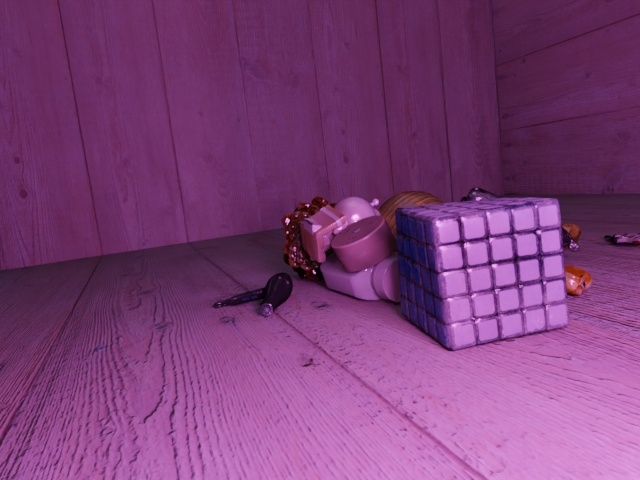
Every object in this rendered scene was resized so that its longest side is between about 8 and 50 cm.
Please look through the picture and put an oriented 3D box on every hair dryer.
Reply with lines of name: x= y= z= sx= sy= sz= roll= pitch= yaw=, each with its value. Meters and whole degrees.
hair dryer: x=-0.184 y=0.155 z=1.277 sx=0.219 sy=0.075 sz=0.195 roll=-15 pitch=14 yaw=15

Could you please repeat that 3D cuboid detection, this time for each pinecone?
pinecone: x=-0.009 y=0.005 z=1.537 sx=0.264 sy=0.264 sz=0.264 roll=-7 pitch=7 yaw=1

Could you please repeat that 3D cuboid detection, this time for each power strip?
power strip: x=0.107 y=0.004 z=1.212 sx=0.154 sy=0.078 sz=0.154 roll=-28 pitch=16 yaw=9

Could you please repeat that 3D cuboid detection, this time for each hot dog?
hot dog: x=0.513 y=0.080 z=1.143 sx=0.092 sy=0.062 sz=0.236 roll=-9 pitch=10 yaw=-16

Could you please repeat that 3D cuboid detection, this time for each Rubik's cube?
Rubik's cube: x=0.289 y=0.047 z=0.930 sx=0.238 sy=0.237 sz=0.237 roll=-8 pitch=9 yaw=-8

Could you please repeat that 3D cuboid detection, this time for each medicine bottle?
medicine bottle: x=0.127 y=0.083 z=1.276 sx=0.161 sy=0.111 sz=0.296 roll=-26 pitch=13 yaw=-23

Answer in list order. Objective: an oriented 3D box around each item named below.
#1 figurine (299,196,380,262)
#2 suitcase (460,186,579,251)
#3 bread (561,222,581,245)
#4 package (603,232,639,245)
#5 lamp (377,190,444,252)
figurine: x=0.064 y=-0.039 z=1.351 sx=0.237 sy=0.141 sz=0.162 roll=-27 pitch=31 yaw=-21
suitcase: x=0.520 y=-0.030 z=1.341 sx=0.312 sy=0.128 sz=0.202 roll=28 pitch=18 yaw=13
bread: x=0.657 y=0.003 z=1.533 sx=0.368 sy=0.084 sz=0.077 roll=-10 pitch=30 yaw=-20
package: x=0.974 y=-0.006 z=1.507 sx=0.166 sy=0.040 sz=0.232 roll=0 pitch=1 yaw=21
lamp: x=0.284 y=-0.012 z=1.413 sx=0.250 sy=0.250 sz=0.284 roll=-12 pitch=37 yaw=-38
